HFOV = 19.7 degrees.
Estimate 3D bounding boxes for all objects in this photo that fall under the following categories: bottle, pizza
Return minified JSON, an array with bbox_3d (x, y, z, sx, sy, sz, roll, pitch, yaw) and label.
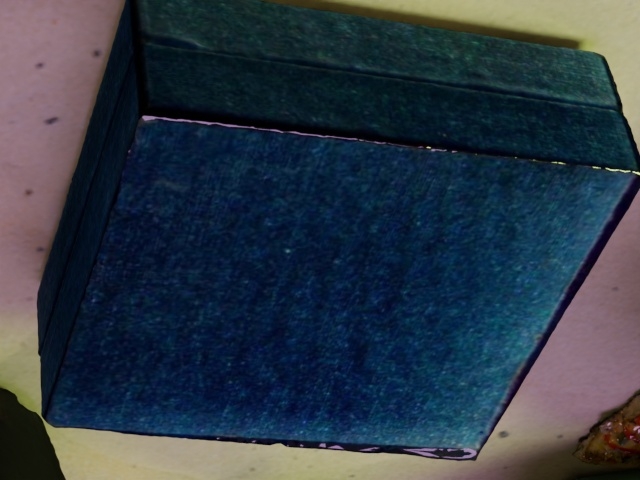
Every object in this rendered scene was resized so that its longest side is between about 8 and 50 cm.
[{"bbox_3d":[0.220,0.186,1.363,0.083,0.030,0.030,-7,138,-2],"label":"bottle"},{"bbox_3d":[0.229,0.145,1.320,0.099,0.029,0.100,-24,136,17],"label":"pizza"}]

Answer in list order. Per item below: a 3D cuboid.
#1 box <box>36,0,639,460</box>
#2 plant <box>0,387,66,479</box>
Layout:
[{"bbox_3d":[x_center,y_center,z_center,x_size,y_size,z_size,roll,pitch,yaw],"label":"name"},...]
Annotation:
[{"bbox_3d":[0.000,0.000,1.050,0.279,0.116,0.261,7,134,-18],"label":"box"},{"bbox_3d":[-0.218,0.211,1.139,0.142,0.256,0.164,-27,133,10],"label":"plant"}]
